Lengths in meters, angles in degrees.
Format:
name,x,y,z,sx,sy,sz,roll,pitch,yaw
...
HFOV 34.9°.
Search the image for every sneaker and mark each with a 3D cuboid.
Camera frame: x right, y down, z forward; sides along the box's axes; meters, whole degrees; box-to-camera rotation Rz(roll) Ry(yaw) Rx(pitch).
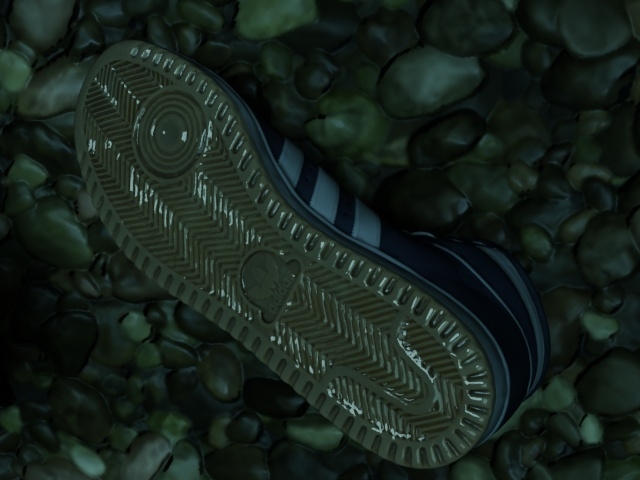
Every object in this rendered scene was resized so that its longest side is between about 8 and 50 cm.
name,x,y,z,sx,sy,sz,roll,pitch,yaw
sneaker,0.000,0.000,0.541,0.282,0.153,0.099,42,110,22

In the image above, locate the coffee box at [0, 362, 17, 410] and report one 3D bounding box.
name,x,y,z,sx,sy,sz,roll,pitch,yaw
coffee box,-0.301,0.076,0.513,0.247,0.098,0.141,-24,85,-10
